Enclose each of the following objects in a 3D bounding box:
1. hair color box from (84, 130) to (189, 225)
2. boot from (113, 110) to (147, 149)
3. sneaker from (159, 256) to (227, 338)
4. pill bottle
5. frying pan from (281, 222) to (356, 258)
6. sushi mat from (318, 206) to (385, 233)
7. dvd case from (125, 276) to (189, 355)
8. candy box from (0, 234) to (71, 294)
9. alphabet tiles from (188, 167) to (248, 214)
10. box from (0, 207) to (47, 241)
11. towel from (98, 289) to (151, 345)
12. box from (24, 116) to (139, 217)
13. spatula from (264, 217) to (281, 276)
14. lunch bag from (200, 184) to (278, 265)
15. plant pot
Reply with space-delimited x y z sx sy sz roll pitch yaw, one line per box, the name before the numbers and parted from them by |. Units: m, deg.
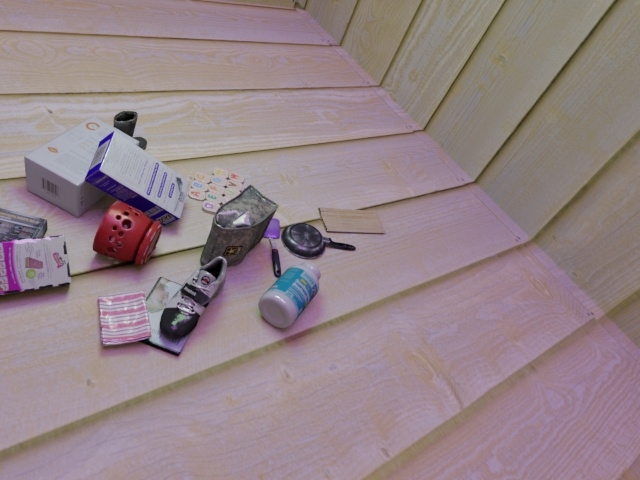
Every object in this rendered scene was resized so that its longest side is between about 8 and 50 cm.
hair color box | -0.655 -0.217 1.778 0.339 0.110 0.185 35 46 -39
boot | -0.776 -0.446 1.997 0.076 0.208 0.189 34 42 8
sneaker | -0.412 0.170 1.605 0.123 0.146 0.330 29 43 -1
pill bottle | -0.099 0.186 1.780 0.146 0.146 0.264 34 43 7
frying pan | -0.009 0.018 2.067 0.326 0.053 0.197 22 43 -2
sushi mat | 0.146 -0.093 2.273 0.317 0.019 0.151 1 49 -26
dvd case | -0.500 0.244 1.608 0.181 0.022 0.253 23 43 -6
candy box | -0.896 0.076 1.479 0.234 0.071 0.159 -7 87 -32
alphabet tiles | -0.413 -0.207 2.094 0.278 0.021 0.284 16 44 -13
box | -1.033 -0.019 1.563 0.231 0.056 0.183 15 43 -15
towel | -0.614 0.236 1.528 0.144 0.029 0.197 -7 47 -23
box | -0.876 -0.281 1.817 0.215 0.168 0.345 29 43 1
spatula | -0.191 0.025 1.975 0.084 0.030 0.296 5 47 -22
lunch bag | -0.316 -0.034 1.815 0.169 0.235 0.287 37 43 6
plant pot | -0.651 -0.017 1.663 0.174 0.191 0.191 25 42 -9
